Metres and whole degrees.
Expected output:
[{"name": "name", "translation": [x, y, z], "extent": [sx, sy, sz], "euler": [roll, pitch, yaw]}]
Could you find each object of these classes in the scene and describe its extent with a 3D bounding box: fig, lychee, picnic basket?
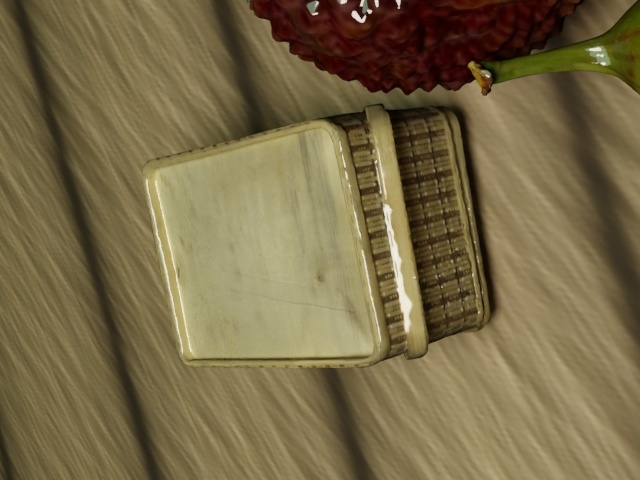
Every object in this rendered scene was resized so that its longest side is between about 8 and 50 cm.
[{"name": "fig", "translation": [0.247, -0.122, 0.781], "extent": [0.259, 0.151, 0.151], "euler": [-9, 93, 27]}, {"name": "lychee", "translation": [0.075, -0.264, 0.850], "extent": [0.306, 0.306, 0.330], "euler": [-64, 32, 31]}, {"name": "picnic basket", "translation": [0.000, 0.000, 1.054], "extent": [0.313, 0.175, 0.228], "euler": [-7, 95, 48]}]

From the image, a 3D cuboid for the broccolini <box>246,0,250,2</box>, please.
[{"name": "broccolini", "translation": [-0.142, -0.420, 1.154], "extent": [0.079, 0.074, 0.392], "euler": [-40, 73, 33]}]
